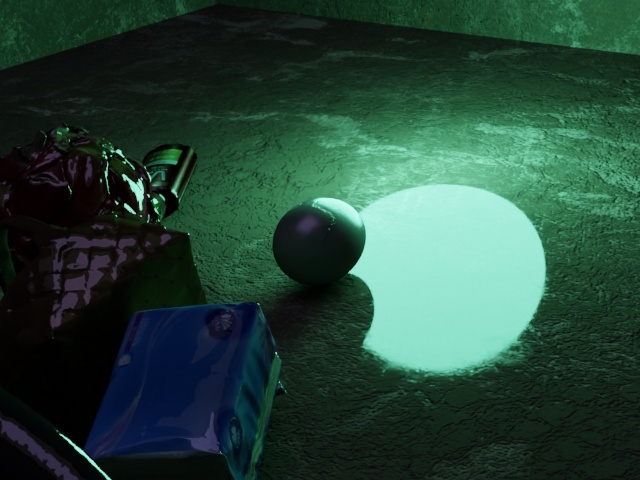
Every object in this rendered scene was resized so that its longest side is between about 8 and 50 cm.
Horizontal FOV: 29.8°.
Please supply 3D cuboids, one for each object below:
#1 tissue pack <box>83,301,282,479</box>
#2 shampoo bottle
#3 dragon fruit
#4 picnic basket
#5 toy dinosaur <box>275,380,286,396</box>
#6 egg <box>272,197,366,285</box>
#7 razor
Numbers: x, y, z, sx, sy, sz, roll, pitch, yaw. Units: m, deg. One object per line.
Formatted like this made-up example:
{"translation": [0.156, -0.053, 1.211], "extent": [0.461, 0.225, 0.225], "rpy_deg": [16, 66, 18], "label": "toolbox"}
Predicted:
{"translation": [-0.173, 0.217, 1.534], "extent": [0.198, 0.146, 0.263], "rpy_deg": [-6, 37, 15], "label": "tissue pack"}
{"translation": [-0.339, -0.110, 2.492], "extent": [0.129, 0.084, 0.323], "rpy_deg": [-7, 23, 8], "label": "shampoo bottle"}
{"translation": [-0.426, -0.027, 2.057], "extent": [0.329, 0.329, 0.329], "rpy_deg": [-7, 23, 3], "label": "dragon fruit"}
{"translation": [-0.365, 0.096, 1.748], "extent": [0.337, 0.293, 0.337], "rpy_deg": [-5, 37, 4], "label": "picnic basket"}
{"translation": [-0.121, 0.191, 1.742], "extent": [0.144, 0.076, 0.329], "rpy_deg": [-27, 25, -14], "label": "toy dinosaur"}
{"translation": [0.000, 0.000, 2.052], "extent": [0.147, 0.146, 0.199], "rpy_deg": [5, 20, 27], "label": "egg"}
{"translation": [-0.322, 0.287, 1.289], "extent": [0.349, 0.204, 0.113], "rpy_deg": [35, 30, 15], "label": "razor"}
